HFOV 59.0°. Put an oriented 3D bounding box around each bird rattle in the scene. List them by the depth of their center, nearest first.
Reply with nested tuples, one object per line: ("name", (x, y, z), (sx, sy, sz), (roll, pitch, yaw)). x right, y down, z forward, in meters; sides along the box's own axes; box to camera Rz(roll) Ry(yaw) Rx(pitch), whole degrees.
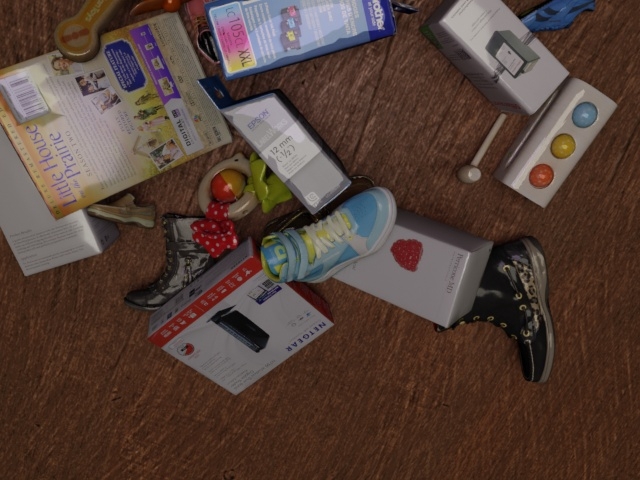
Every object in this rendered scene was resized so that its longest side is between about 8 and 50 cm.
("bird rattle", (-0.200, -0.095, 1.296), (0.253, 0.207, 0.143), (-42, 144, 8))

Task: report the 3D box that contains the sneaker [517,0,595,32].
("sneaker", (0.508, -0.490, 1.250), (0.209, 0.069, 0.082), (-28, 110, 6))

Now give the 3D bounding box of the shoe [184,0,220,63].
("shoe", (-0.248, -0.466, 1.222), (0.063, 0.081, 0.178), (-22, 107, 5))

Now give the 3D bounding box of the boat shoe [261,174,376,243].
("boat shoe", (0.002, -0.048, 1.348), (0.307, 0.104, 0.111), (-31, 106, 7))

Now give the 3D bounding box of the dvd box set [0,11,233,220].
("dvd box set", (-0.433, -0.269, 1.197), (0.420, 0.062, 0.308), (-30, 108, -20))

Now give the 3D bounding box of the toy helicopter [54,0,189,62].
("toy helicopter", (-0.390, -0.498, 1.127), (0.235, 0.140, 0.355), (33, 82, -13))

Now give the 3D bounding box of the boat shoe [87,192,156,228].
("boat shoe", (-0.451, -0.074, 1.296), (0.068, 0.190, 0.072), (15, 91, 22))

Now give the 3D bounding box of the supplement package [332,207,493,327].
("supplement package", (0.206, 0.043, 1.278), (0.293, 0.175, 0.177), (22, 108, 28))

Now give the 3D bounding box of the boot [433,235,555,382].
("boot", (0.424, 0.190, 1.419), (0.284, 0.138, 0.377), (-9, 103, -1))

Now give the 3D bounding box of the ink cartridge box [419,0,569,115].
("ink cartridge box", (0.361, -0.403, 1.203), (0.273, 0.198, 0.115), (40, 100, -13))

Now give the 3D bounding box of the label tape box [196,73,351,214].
("label tape box", (-0.090, -0.241, 1.209), (0.115, 0.249, 0.348), (-38, 105, 9))

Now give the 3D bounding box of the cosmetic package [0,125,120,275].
("cosmetic package", (-0.628, -0.129, 1.274), (0.197, 0.155, 0.365), (-16, 106, 2))

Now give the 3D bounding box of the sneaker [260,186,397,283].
("sneaker", (0.000, 0.000, 1.172), (0.319, 0.208, 0.127), (-43, 63, 36))

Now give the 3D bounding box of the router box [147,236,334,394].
("router box", (-0.188, 0.193, 1.369), (0.335, 0.082, 0.301), (-38, 123, 14))

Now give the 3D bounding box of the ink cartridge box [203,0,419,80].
("ink cartridge box", (-0.010, -0.448, 1.138), (0.395, 0.270, 0.151), (-16, 109, 3))

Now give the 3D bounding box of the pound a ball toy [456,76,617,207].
("pound a ball toy", (0.492, -0.221, 1.297), (0.208, 0.136, 0.319), (30, 103, -11))

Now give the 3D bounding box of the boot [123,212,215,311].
("boot", (-0.361, 0.045, 1.383), (0.263, 0.091, 0.229), (-7, 103, -6))
